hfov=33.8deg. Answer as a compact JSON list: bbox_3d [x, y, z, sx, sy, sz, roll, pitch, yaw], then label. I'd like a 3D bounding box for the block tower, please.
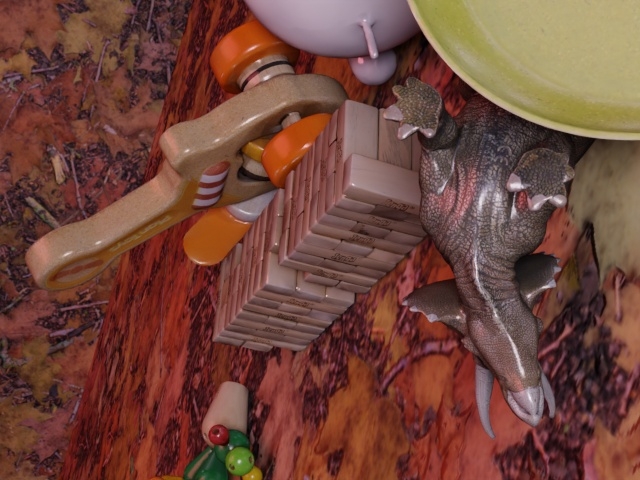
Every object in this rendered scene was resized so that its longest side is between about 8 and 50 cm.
[{"bbox_3d":[0.000,0.000,0.931,0.335,0.091,0.097,135,144,-56],"label":"block tower"}]

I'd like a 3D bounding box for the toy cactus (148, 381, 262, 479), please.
[{"bbox_3d":[-0.123,0.238,1.138,0.219,0.112,0.180,114,171,-53],"label":"toy cactus"}]

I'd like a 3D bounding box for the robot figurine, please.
[{"bbox_3d":[0.012,-0.286,0.924,0.353,0.200,0.300,-105,-5,-56],"label":"robot figurine"}]

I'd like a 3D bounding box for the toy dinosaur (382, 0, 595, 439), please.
[{"bbox_3d":[0.112,-0.062,0.587,0.160,0.121,0.313,71,-143,-68],"label":"toy dinosaur"}]

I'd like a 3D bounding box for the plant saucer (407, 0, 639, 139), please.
[{"bbox_3d":[0.152,-0.160,0.481,0.037,0.241,0.241,18,-96,-65],"label":"plant saucer"}]

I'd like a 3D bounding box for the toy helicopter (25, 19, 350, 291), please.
[{"bbox_3d":[-0.125,-0.050,1.043,0.140,0.355,0.235,61,-177,16],"label":"toy helicopter"}]
